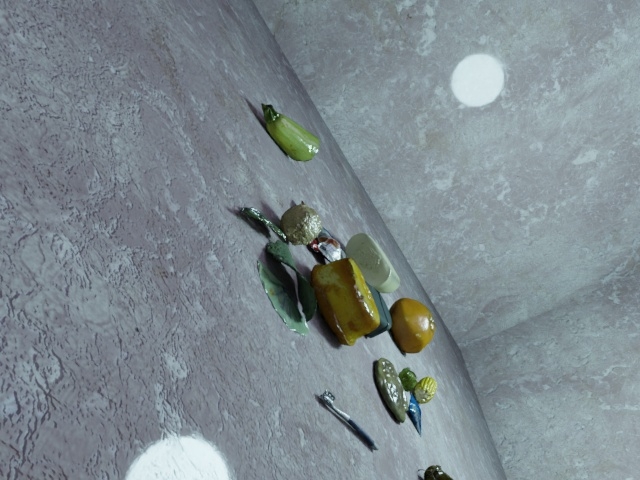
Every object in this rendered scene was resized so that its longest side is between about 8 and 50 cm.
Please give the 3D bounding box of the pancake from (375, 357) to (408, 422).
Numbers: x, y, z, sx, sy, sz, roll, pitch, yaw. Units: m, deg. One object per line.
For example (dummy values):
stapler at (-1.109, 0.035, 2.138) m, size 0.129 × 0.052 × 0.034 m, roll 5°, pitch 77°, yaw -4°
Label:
pancake at (0.244, 0.498, 1.710) m, size 0.236 × 0.042 × 0.223 m, roll 30°, pitch 38°, yaw -63°

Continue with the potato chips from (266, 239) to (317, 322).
potato chips at (-0.066, 0.098, 1.320) m, size 0.228 × 0.059 × 0.167 m, roll 61°, pitch -5°, yaw 3°

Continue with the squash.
squash at (-0.144, -0.411, 1.960) m, size 0.287 × 0.137 × 0.137 m, roll 27°, pitch 35°, yaw -43°

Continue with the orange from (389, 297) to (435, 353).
orange at (0.403, 0.363, 2.236) m, size 0.249 × 0.183 × 0.249 m, roll 58°, pitch 14°, yaw -22°

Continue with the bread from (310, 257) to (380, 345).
bread at (0.077, 0.178, 1.514) m, size 0.269 × 0.145 × 0.268 m, roll 60°, pitch 13°, yaw -23°

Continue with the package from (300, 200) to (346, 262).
package at (0.000, 0.000, 1.752) m, size 0.269 × 0.071 × 0.194 m, roll 44°, pitch 17°, yaw -17°

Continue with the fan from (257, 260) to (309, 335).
fan at (-0.089, 0.152, 1.251) m, size 0.240 × 0.009 × 0.131 m, roll 57°, pitch 17°, yaw -21°

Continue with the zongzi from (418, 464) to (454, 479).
zongzi at (0.378, 0.764, 1.639) m, size 0.187 × 0.084 × 0.184 m, roll 55°, pitch 1°, yaw -10°

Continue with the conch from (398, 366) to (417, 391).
conch at (0.321, 0.514, 1.884) m, size 0.121 × 0.074 × 0.089 m, roll 79°, pitch 20°, yaw -48°

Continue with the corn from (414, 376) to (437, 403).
corn at (0.430, 0.608, 2.084) m, size 0.081 × 0.081 × 0.248 m, roll 65°, pitch 15°, yaw 12°

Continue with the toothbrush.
toothbrush at (0.076, 0.444, 1.247) m, size 0.024 × 0.026 × 0.288 m, roll 13°, pitch -32°, yaw 48°

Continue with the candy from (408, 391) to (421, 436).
candy at (0.345, 0.626, 1.839) m, size 0.088 × 0.038 × 0.136 m, roll -63°, pitch 133°, yaw -69°

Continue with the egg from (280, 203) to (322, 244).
egg at (-0.059, -0.045, 1.506) m, size 0.140 × 0.116 × 0.118 m, roll 7°, pitch 57°, yaw -42°

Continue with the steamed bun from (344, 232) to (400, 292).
steamed bun at (0.201, 0.105, 2.066) m, size 0.250 × 0.154 × 0.200 m, roll 61°, pitch 9°, yaw 24°

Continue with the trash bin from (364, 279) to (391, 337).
trash bin at (0.156, 0.230, 1.795) m, size 0.236 × 0.101 × 0.177 m, roll 46°, pitch 23°, yaw -40°

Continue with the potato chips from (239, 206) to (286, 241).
potato chips at (-0.156, -0.054, 1.330) m, size 0.092 × 0.028 × 0.207 m, roll 39°, pitch 1°, yaw 35°
